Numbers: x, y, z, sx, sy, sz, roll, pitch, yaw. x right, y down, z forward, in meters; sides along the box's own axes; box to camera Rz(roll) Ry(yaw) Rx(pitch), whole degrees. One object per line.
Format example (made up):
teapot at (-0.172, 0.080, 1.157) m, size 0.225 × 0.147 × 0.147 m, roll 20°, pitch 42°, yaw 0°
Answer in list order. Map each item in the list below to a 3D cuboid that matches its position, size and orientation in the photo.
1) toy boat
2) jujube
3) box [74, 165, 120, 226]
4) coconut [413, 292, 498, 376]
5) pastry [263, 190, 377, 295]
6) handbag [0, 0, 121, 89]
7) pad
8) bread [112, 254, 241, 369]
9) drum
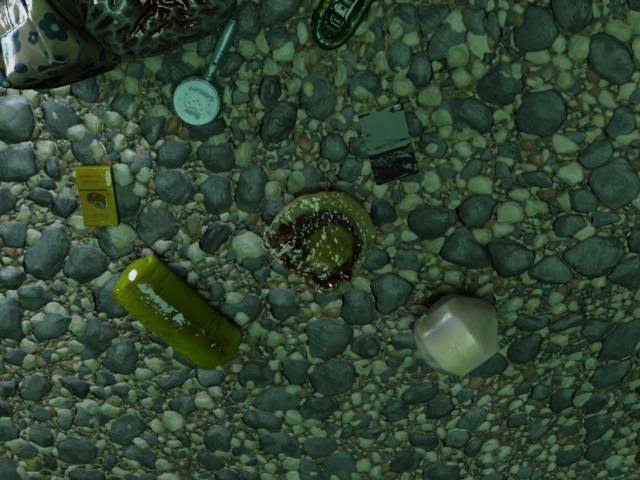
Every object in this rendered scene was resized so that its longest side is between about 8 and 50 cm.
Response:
toy boat at (0.054, -0.524, 1.231) m, size 0.104 × 0.052 × 0.210 m, roll 28°, pitch 107°, yaw -20°
jujube at (-0.323, -0.503, 1.112) m, size 0.317 × 0.226 × 0.226 m, roll -23°, pitch 114°, yaw 2°
box at (-0.551, -0.108, 1.368) m, size 0.087 × 0.023 × 0.155 m, roll -2°, pitch 114°, yaw -8°
coconut at (0.385, 0.251, 1.531) m, size 0.224 × 0.224 × 0.234 m, roll 30°, pitch 109°, yaw -17°
pastry at (-0.001, -0.010, 1.400) m, size 0.256 × 0.170 × 0.236 m, roll 40°, pitch 85°, yaw -15°
handbag at (-0.552, -0.417, 1.113) m, size 0.190 × 0.251 × 0.193 m, roll -16°, pitch 105°, yaw 9°
pad at (0.174, -0.241, 1.397) m, size 0.116 × 0.004 × 0.193 m, roll -17°, pitch 115°, yaw 2°
bread at (-0.380, 0.207, 1.477) m, size 0.166 × 0.112 × 0.383 m, roll -39°, pitch 113°, yaw 11°
drum at (-0.238, -0.371, 1.269) m, size 0.130 × 0.049 × 0.253 m, roll 40°, pitch 104°, yaw -20°
